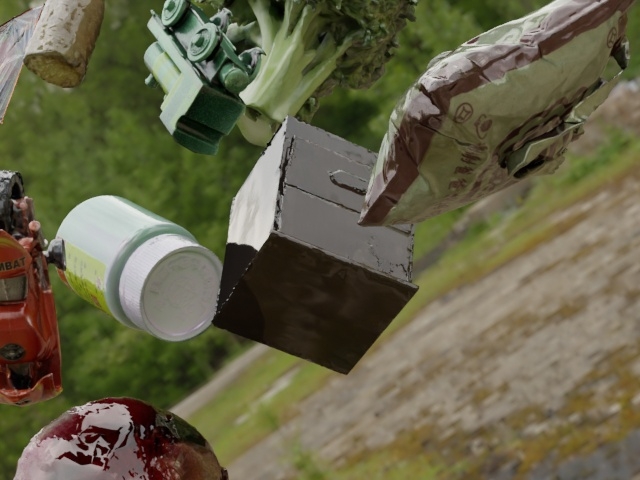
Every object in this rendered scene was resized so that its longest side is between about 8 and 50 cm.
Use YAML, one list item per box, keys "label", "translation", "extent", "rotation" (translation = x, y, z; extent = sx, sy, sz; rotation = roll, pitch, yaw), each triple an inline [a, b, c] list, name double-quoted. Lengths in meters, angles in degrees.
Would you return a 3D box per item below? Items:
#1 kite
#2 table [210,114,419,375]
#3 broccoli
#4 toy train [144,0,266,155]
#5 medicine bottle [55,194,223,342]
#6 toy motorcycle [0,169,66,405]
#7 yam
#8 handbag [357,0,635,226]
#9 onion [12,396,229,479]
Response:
- label: "kite"
  translation: [-0.330, -0.182, 1.524]
  extent: [0.159, 0.010, 0.190]
  rotation: [-48, 35, 15]
- label: "table"
  translation: [0.000, 0.000, 1.595]
  extent: [0.172, 0.169, 0.193]
  rotation: [-54, 20, 42]
- label: "broccoli"
  translation: [-0.050, -0.277, 1.867]
  extent: [0.302, 0.249, 0.375]
  rotation: [-37, -4, -31]
- label: "toy train"
  translation: [-0.143, -0.196, 1.640]
  extent: [0.132, 0.083, 0.200]
  rotation: [-55, 35, 15]
- label: "medicine bottle"
  translation: [-0.223, 0.034, 1.806]
  extent: [0.139, 0.139, 0.225]
  rotation: [-36, 33, -23]
- label: "toy motorcycle"
  translation: [-0.328, 0.073, 1.596]
  extent: [0.089, 0.298, 0.171]
  rotation: [0, 35, 1]
- label: "yam"
  translation: [-0.242, -0.283, 1.516]
  extent: [0.066, 0.066, 0.299]
  rotation: [-30, 40, 42]
- label: "handbag"
  translation: [0.144, -0.110, 1.222]
  extent: [0.235, 0.127, 0.213]
  rotation: [-30, -22, -29]
- label: "onion"
  translation: [-0.195, 0.296, 1.564]
  extent: [0.272, 0.272, 0.195]
  rotation: [-37, 10, -34]
